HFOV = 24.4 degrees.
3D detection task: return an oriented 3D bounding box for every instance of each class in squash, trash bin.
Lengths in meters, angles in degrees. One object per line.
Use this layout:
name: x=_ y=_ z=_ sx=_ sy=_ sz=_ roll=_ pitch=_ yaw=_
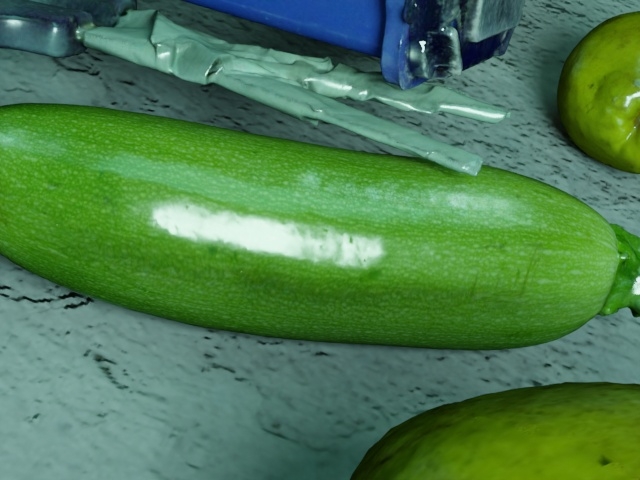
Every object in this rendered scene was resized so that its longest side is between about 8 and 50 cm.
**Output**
squash: x=0.000 y=0.000 z=0.771 sx=0.395 sy=0.107 sz=0.107 roll=9 pitch=41 yaw=-15
trash bin: x=0.000 y=-0.197 z=0.834 sx=0.235 sy=0.184 sz=0.162 roll=14 pitch=18 yaw=19

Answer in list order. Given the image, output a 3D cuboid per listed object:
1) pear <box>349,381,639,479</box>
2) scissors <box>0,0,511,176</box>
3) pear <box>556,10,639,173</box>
pear: x=0.123 y=0.176 z=0.510 sx=0.287 sy=0.287 sz=0.375 roll=-7 pitch=33 yaw=-29
scissors: x=-0.080 y=-0.106 z=0.826 sx=0.384 sy=0.029 sz=0.256 roll=19 pitch=23 yaw=17
pear: x=0.210 y=-0.098 z=0.974 sx=0.107 sy=0.107 sz=0.131 roll=17 pitch=31 yaw=-3
